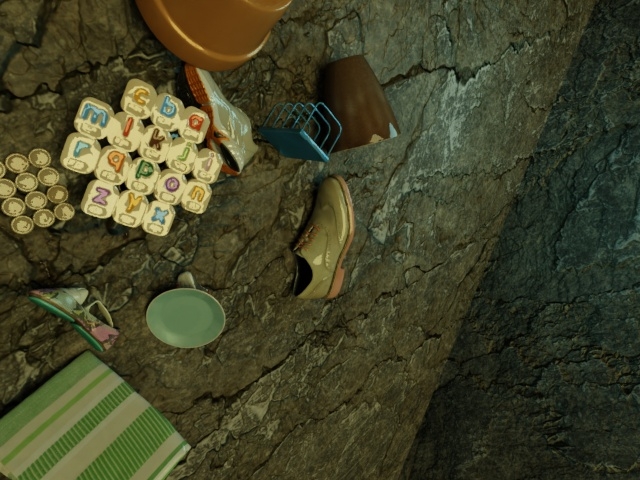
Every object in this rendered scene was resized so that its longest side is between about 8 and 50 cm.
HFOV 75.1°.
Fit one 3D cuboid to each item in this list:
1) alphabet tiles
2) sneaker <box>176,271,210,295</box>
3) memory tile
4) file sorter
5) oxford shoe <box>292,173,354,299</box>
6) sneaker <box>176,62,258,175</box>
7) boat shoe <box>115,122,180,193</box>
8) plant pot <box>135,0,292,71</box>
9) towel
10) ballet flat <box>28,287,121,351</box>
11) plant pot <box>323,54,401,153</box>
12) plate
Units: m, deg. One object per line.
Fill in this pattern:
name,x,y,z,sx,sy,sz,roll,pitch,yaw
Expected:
alphabet tiles,-0.346,-0.161,0.839,0.284,0.021,0.278,20,87,-34
sneaker,-0.316,0.137,1.066,0.065,0.061,0.158,-53,142,-50
memory tile,-0.543,-0.093,0.782,0.113,0.012,0.148,-28,123,-33
file sorter,-0.050,-0.282,1.067,0.118,0.170,0.104,40,73,-44
oxford shoe,0.000,0.000,1.247,0.146,0.140,0.397,-5,107,-35
sneaker,-0.229,-0.289,0.962,0.121,0.099,0.262,-53,137,-39
boat shoe,-0.354,-0.182,0.886,0.227,0.069,0.081,-54,133,-14
plant pot,-0.179,-0.497,0.789,0.291,0.203,0.290,-1,91,-42
towel,-0.456,0.401,0.821,0.248,0.325,0.038,-45,161,-40
ballet flat,-0.505,0.150,0.877,0.079,0.077,0.221,-61,143,-33
plant pot,0.094,-0.382,1.161,0.215,0.215,0.230,-25,106,-35
plate,-0.331,0.189,1.031,0.188,0.024,0.188,-4,120,-7
